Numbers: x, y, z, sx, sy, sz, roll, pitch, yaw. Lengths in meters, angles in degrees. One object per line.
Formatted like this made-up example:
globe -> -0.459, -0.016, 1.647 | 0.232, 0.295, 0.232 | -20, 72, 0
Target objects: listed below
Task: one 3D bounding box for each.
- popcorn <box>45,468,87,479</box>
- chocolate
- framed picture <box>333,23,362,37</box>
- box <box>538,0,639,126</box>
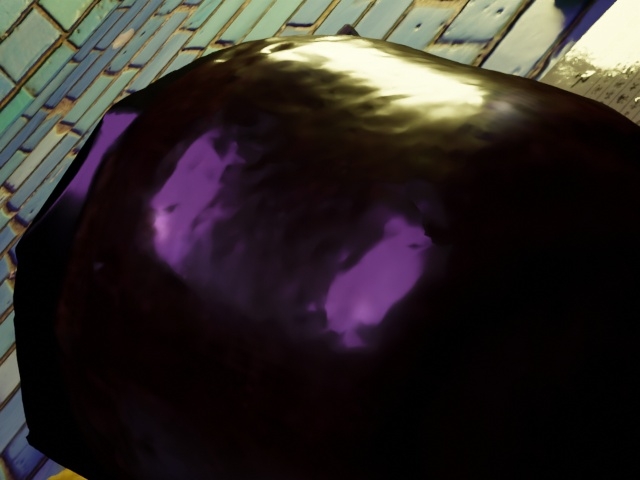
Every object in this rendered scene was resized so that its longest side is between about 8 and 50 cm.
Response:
popcorn -> -0.190, 0.279, 0.781 | 0.180, 0.170, 0.180 | -37, 13, 10
chocolate -> 0.060, 0.075, 0.562 | 0.331, 0.384, 0.384 | 29, 77, 45
framed picture -> 0.000, 0.000, 0.767 | 0.293, 0.231, 0.018 | -46, 16, -14
box -> 0.304, -0.157, 0.786 | 0.365, 0.051, 0.204 | -45, 30, 1
